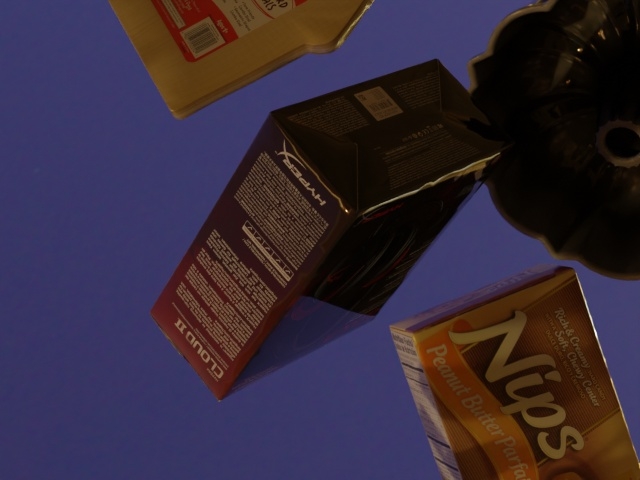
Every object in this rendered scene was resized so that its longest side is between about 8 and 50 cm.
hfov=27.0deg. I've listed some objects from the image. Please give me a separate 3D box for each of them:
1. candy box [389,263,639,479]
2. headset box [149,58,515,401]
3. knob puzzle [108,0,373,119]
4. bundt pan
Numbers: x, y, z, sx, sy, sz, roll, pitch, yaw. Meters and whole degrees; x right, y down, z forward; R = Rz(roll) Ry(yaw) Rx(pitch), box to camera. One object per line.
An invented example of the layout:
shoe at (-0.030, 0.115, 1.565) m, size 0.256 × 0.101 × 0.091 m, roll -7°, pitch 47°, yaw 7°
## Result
candy box at (0.211, 0.202, 1.354) m, size 0.183 × 0.087 × 0.316 m, roll -21°, pitch -84°, yaw -14°
headset box at (0.000, 0.000, 1.147) m, size 0.218 × 0.293 × 0.110 m, roll -23°, pitch -113°, yaw -45°
knob puzzle at (-0.033, -0.172, 0.811) m, size 0.030 × 0.213 × 0.213 m, roll 65°, pitch -152°, yaw -55°
bundt pan at (0.307, -0.124, 1.289) m, size 0.331 × 0.331 × 0.124 m, roll 50°, pitch -137°, yaw -14°
